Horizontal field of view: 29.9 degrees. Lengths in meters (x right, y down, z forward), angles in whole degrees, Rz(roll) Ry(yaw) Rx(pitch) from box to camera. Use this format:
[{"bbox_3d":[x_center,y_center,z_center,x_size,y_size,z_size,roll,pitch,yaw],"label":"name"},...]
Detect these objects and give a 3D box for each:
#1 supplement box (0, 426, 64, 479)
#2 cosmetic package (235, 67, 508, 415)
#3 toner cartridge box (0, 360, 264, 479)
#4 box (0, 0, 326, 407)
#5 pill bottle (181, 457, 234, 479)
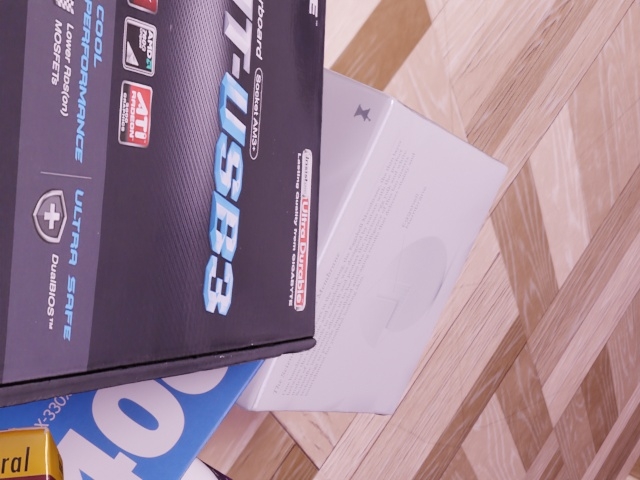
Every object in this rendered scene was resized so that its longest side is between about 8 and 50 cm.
[{"bbox_3d":[-0.207,0.195,0.529,0.129,0.191,0.194,116,-32,-71],"label":"supplement box"},{"bbox_3d":[0.000,0.000,0.881,0.225,0.138,0.224,18,98,-63],"label":"cosmetic package"},{"bbox_3d":[-0.169,0.123,0.665,0.347,0.165,0.075,-55,179,-16],"label":"toner cartridge box"},{"bbox_3d":[-0.077,-0.090,0.516,0.293,0.073,0.295,5,88,-68],"label":"box"},{"bbox_3d":[-0.112,0.247,0.857,0.181,0.182,0.323,-57,151,-12],"label":"pill bottle"}]
